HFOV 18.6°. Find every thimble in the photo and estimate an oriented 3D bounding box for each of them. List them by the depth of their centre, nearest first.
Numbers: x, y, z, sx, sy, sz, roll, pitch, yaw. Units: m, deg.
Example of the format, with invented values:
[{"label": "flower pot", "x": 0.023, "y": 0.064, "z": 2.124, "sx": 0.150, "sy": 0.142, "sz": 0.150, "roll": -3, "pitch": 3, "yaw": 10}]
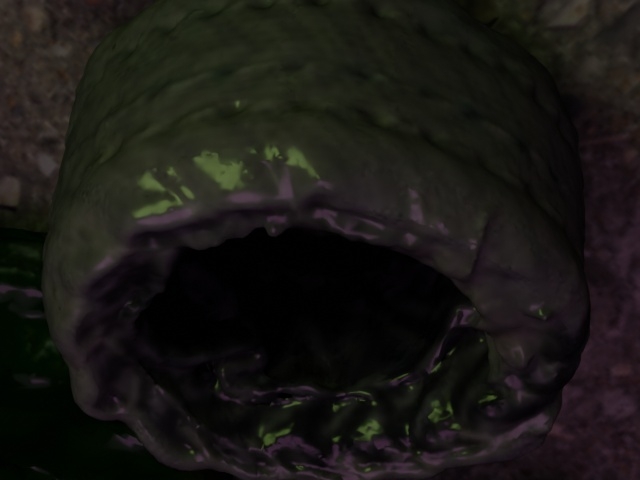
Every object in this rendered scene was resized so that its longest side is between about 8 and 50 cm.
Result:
[{"label": "thimble", "x": 0.000, "y": 0.000, "z": 0.885, "sx": 0.245, "sy": 0.157, "sz": 0.217, "roll": 8, "pitch": 135, "yaw": -3}]

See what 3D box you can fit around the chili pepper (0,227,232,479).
[{"label": "chili pepper", "x": -0.217, "y": 0.099, "z": 1.010, "sx": 0.384, "sy": 0.167, "sz": 0.213, "roll": 17, "pitch": 121, "yaw": 3}]
